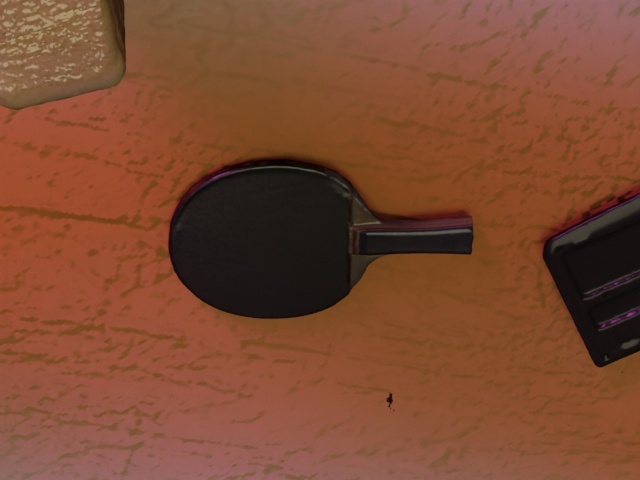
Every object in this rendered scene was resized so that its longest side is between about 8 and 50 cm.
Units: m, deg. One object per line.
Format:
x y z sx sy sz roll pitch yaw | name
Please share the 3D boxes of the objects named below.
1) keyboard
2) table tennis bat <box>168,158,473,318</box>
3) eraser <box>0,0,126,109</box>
0.209 0.006 0.807 0.381 0.041 0.103 -27 120 4 | keyboard
0.000 0.000 0.791 0.158 0.014 0.095 -2 121 -2 | table tennis bat
-0.114 -0.140 0.598 0.058 0.172 0.117 -14 122 1 | eraser
